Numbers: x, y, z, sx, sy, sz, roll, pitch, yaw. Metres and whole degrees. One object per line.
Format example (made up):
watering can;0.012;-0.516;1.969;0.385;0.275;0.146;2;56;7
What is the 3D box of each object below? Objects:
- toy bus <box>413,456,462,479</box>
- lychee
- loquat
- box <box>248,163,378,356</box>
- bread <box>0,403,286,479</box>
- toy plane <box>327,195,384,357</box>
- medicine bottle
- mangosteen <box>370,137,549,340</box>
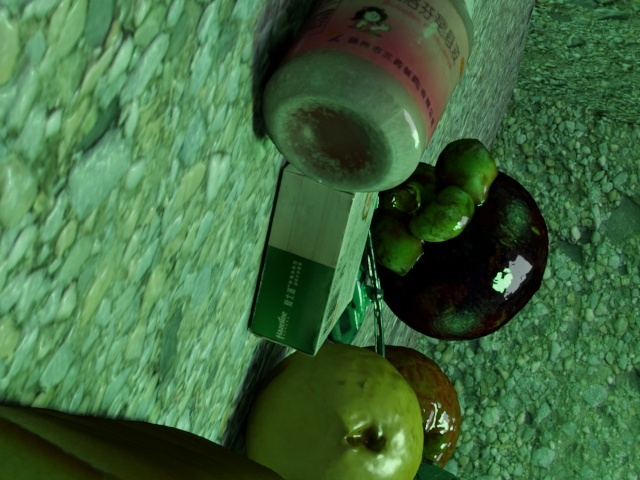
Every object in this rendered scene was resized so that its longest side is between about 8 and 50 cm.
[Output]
toy bus;0.079;0.380;1.181;0.256;0.147;0.128;-26;113;-29
lychee;0.079;0.269;1.452;0.300;0.255;0.255;-166;-84;-75
loquat;0.016;0.219;1.171;0.208;0.208;0.208;19;90;-79
box;0.000;0.000;1.045;0.135;0.081;0.199;-52;160;-60
bread;-0.110;0.166;0.652;0.361;0.138;0.077;57;55;-75
toy plane;0.031;0.048;1.248;0.060;0.096;0.235;-56;144;-59
medicine bottle;0.055;-0.166;0.873;0.147;0.147;0.247;94;19;-53
mangosteen;0.208;0.010;1.584;0.311;0.311;0.311;19;90;-79
